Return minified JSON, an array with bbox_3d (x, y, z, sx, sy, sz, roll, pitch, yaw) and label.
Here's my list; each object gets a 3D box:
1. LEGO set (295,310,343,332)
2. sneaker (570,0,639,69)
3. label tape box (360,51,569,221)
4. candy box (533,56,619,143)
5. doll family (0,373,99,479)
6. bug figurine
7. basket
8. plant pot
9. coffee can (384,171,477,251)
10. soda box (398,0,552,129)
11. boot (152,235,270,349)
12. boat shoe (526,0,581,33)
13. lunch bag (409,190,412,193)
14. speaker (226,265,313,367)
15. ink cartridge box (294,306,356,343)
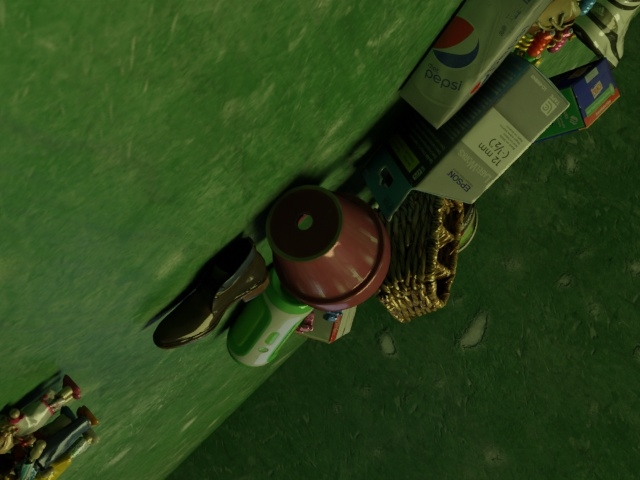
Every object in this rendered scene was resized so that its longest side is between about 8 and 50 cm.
[{"bbox_3d":[0.022,0.102,1.857,0.093,0.087,0.227,-157,-99,-71],"label":"LEGO set"},{"bbox_3d":[0.808,-0.606,2.301,0.257,0.169,0.447,-45,169,19],"label":"sneaker"},{"bbox_3d":[0.244,-0.180,1.549,0.347,0.115,0.249,-48,-159,13],"label":"label tape box"},{"bbox_3d":[0.570,-0.338,2.233,0.317,0.122,0.268,-17,-167,42],"label":"candy box"},{"bbox_3d":[-0.391,0.306,1.220,0.163,0.118,0.263,-39,170,-28],"label":"doll family"},{"bbox_3d":[0.531,-0.472,1.976,0.279,0.072,0.216,-41,171,-25],"label":"bug figurine"},{"bbox_3d":[0.213,0.030,1.740,0.223,0.213,0.299,-26,165,10],"label":"basket"},{"bbox_3d":[0.000,0.000,1.413,0.201,0.201,0.180,-44,156,1],"label":"plant pot"},{"bbox_3d":[0.266,-0.080,2.048,0.201,0.201,0.275,-44,163,1],"label":"coffee can"},{"bbox_3d":[0.244,-0.309,1.344,0.098,0.091,0.286,-38,170,-45],"label":"soda box"},{"bbox_3d":[-0.179,0.077,1.364,0.219,0.082,0.106,-36,147,-22],"label":"boot"},{"bbox_3d":[0.365,-0.396,1.393,0.324,0.120,0.122,-48,171,22],"label":"boat shoe"},{"bbox_3d":[0.252,-0.183,1.770,0.219,0.090,0.176,-40,143,18],"label":"lunch bag"},{"bbox_3d":[-0.107,0.163,1.854,0.131,0.131,0.296,-37,169,-39],"label":"speaker"},{"bbox_3d":[0.021,0.124,2.058,0.273,0.114,0.197,7,98,-78],"label":"ink cartridge box"}]
